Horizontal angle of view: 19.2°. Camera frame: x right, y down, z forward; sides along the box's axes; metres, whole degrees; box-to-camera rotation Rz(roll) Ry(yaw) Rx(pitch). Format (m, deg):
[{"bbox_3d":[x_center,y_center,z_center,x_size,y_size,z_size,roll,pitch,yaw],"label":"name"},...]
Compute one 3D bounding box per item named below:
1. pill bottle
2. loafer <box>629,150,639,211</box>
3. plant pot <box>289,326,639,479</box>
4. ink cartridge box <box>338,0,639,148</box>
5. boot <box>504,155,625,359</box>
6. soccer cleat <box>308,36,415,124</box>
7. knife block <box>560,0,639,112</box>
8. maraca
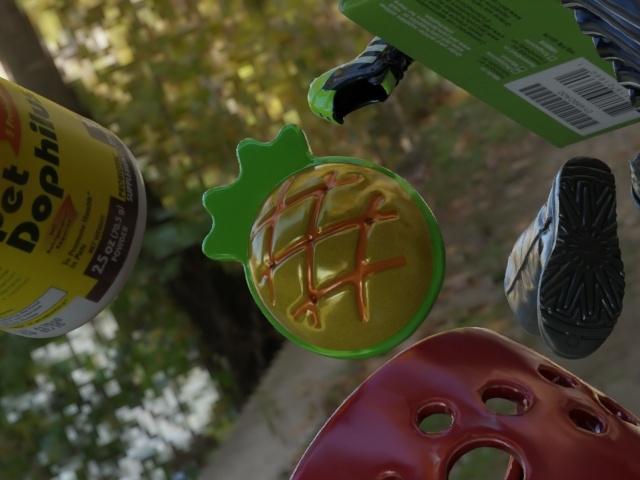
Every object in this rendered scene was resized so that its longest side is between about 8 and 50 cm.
[{"bbox_3d":[-0.189,-0.032,0.897,0.117,0.117,0.215,-19,-26,30],"label":"pill bottle"},{"bbox_3d":[0.301,-0.108,1.161,0.267,0.084,0.096,-30,47,-1],"label":"loafer"},{"bbox_3d":[0.092,0.156,0.817,0.191,0.191,0.174,-28,41,-34],"label":"plant pot"},{"bbox_3d":[0.115,-0.206,1.005,0.097,0.255,0.189,-18,-33,41],"label":"ink cartridge box"},{"bbox_3d":[0.199,0.041,1.621,0.076,0.189,0.208,16,-24,-7],"label":"boot"},{"bbox_3d":[0.068,-0.180,1.930,0.179,0.060,0.072,-39,37,-5],"label":"soccer cleat"},{"bbox_3d":[0.193,-0.078,0.538,0.276,0.088,0.242,-7,54,33],"label":"knife block"},{"bbox_3d":[0.000,0.000,1.227,0.127,0.186,0.099,-54,-29,0],"label":"maraca"}]
